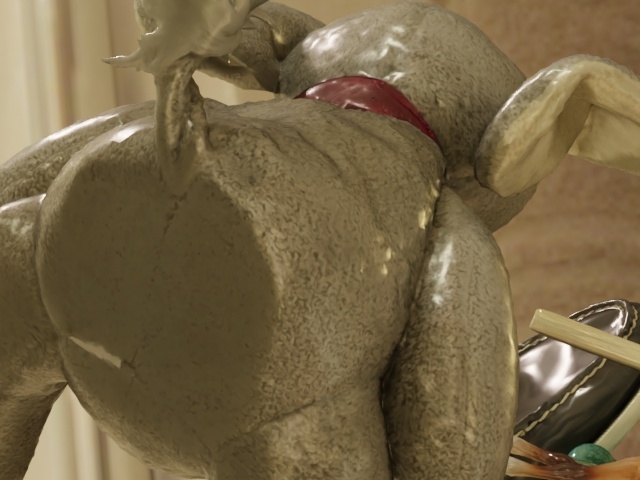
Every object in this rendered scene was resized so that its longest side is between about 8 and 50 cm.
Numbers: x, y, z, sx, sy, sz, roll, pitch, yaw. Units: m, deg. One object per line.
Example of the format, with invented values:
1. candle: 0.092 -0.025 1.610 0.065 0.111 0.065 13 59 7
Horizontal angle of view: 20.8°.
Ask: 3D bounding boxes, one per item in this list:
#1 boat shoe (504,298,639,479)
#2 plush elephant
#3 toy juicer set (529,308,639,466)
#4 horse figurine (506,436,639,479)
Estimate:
1. boat shoe: 0.055 0.125 1.050 0.340 0.113 0.127 -36 16 8
2. plush elephant: 0.000 0.000 0.734 0.271 0.330 0.255 25 25 29
3. toy juicer set: 0.236 0.178 0.974 0.209 0.089 0.329 7 -39 28
4. horse figurine: 0.156 0.148 0.845 0.174 0.066 0.263 11 24 4
